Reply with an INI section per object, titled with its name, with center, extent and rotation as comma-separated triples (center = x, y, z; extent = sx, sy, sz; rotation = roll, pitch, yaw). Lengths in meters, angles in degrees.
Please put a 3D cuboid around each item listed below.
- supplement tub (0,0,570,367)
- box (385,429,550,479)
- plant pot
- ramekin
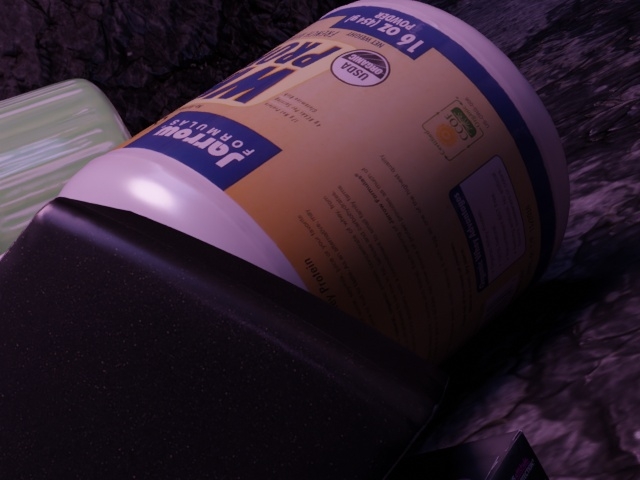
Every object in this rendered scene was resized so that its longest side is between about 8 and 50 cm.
[supplement tub]
center = -0.022, 0.011, 0.862
extent = 0.316, 0.228, 0.228
rotation = -37, 14, -32
[box]
center = 0.062, 0.124, 0.531
extent = 0.062, 0.083, 0.052
rotation = -20, 15, 38
[plant pot]
center = -0.069, 0.083, 0.579
extent = 0.188, 0.167, 0.187
rotation = -51, -6, 3
[ramekin]
center = -0.192, 0.024, 1.074
extent = 0.148, 0.303, 0.303
rotation = -24, 10, -12
